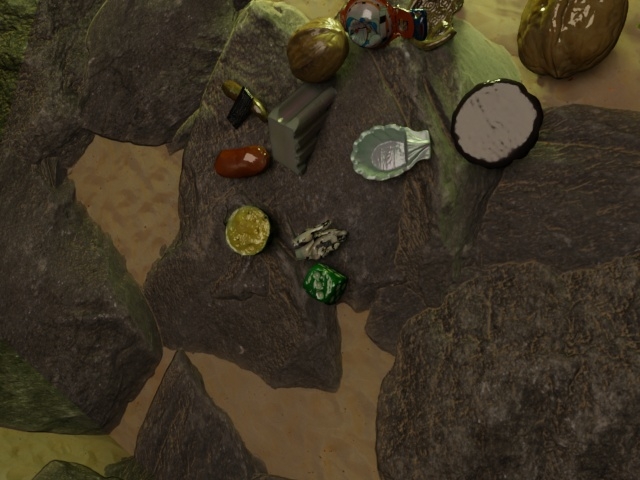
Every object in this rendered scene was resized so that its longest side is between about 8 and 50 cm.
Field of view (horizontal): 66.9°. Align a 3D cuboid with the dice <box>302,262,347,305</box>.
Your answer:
[{"bbox_3d":[0.019,0.163,1.839,0.128,0.131,0.120,32,101,24],"label":"dice"}]

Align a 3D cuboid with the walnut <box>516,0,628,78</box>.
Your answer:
[{"bbox_3d":[0.733,-0.636,1.425,0.276,0.252,0.313,12,99,14],"label":"walnut"}]

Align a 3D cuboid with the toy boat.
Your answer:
[{"bbox_3d":[0.256,-0.313,1.741,0.290,0.100,0.200,-5,88,27],"label":"toy boat"}]

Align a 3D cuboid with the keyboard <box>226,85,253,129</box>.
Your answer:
[{"bbox_3d":[-0.340,-0.553,2.033,0.074,0.015,0.196,47,136,2],"label":"keyboard"}]

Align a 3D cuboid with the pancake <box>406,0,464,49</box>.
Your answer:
[{"bbox_3d":[0.396,-0.792,1.715,0.211,0.029,0.235,7,91,27],"label":"pancake"}]

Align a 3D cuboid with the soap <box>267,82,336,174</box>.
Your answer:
[{"bbox_3d":[-0.065,-0.454,1.934,0.158,0.258,0.302,27,57,24],"label":"soap"}]

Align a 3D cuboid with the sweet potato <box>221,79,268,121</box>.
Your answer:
[{"bbox_3d":[-0.316,-0.596,2.045,0.273,0.075,0.075,38,106,17],"label":"sweet potato"}]

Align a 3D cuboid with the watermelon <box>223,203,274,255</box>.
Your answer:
[{"bbox_3d":[-0.282,-0.040,1.988,0.232,0.127,0.204,6,93,24],"label":"watermelon"}]

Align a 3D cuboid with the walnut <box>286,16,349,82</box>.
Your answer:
[{"bbox_3d":[-0.008,-0.706,1.802,0.261,0.224,0.225,-24,79,48],"label":"walnut"}]

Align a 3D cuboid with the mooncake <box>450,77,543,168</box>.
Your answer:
[{"bbox_3d":[0.568,-0.375,1.566,0.282,0.141,0.283,5,102,27],"label":"mooncake"}]

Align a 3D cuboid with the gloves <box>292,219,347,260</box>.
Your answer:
[{"bbox_3d":[0.001,0.004,1.869,0.212,0.111,0.128,-15,77,-3],"label":"gloves"}]

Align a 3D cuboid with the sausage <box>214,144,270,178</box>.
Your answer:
[{"bbox_3d":[-0.326,-0.323,2.016,0.258,0.133,0.133,-4,88,22],"label":"sausage"}]

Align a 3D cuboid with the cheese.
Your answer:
[{"bbox_3d":[0.220,-0.777,1.725,0.329,0.217,0.129,16,57,22],"label":"cheese"}]
